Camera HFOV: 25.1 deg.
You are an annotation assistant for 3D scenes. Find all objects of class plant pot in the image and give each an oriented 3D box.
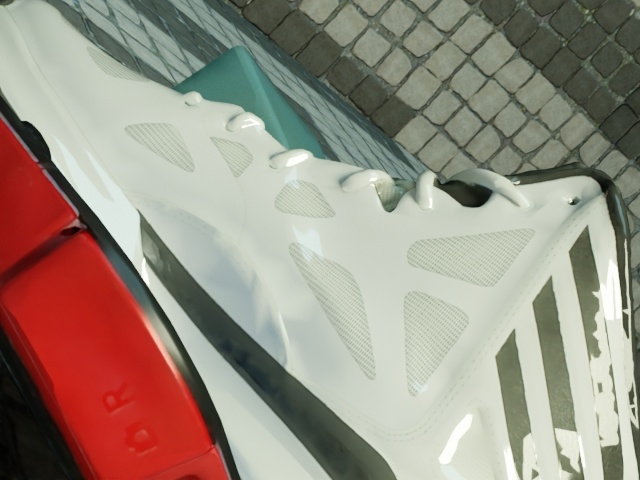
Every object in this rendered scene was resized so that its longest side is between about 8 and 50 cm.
[{"bbox_3d":[-0.060,-0.002,1.215,0.166,0.165,0.234,49,11,-53],"label":"plant pot"}]

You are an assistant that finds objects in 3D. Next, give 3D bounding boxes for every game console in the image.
[{"bbox_3d":[-0.127,0.043,0.685,0.342,0.060,0.386,53,-16,33],"label":"game console"}]

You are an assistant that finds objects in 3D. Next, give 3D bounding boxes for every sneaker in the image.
[{"bbox_3d":[0.000,0.001,0.780,0.447,0.257,0.169,52,-17,22],"label":"sneaker"}]
